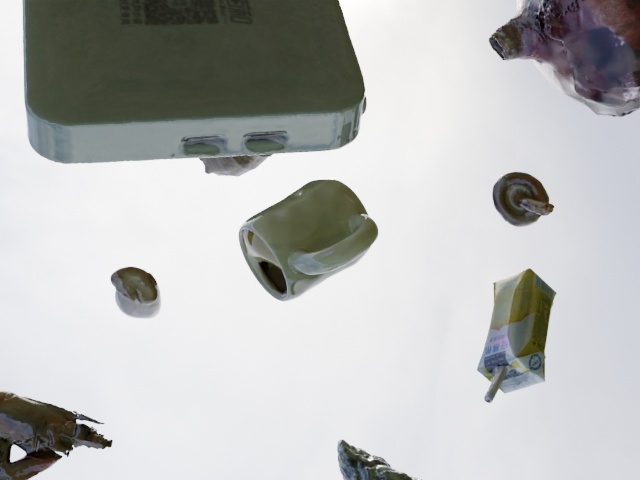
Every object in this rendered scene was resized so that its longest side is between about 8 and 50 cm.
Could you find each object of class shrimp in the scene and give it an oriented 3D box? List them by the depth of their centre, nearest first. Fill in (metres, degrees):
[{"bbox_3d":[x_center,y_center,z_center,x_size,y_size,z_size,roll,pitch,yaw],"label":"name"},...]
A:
[{"bbox_3d":[-0.439,0.303,1.447,0.063,0.287,0.152,45,-126,-65],"label":"shrimp"}]

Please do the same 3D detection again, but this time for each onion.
[{"bbox_3d":[0.309,-0.262,1.174,0.252,0.219,0.252,-22,-90,-87],"label":"onion"}]

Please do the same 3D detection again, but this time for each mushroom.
[{"bbox_3d":[0.338,-0.060,1.601,0.072,0.088,0.129,17,-170,-35],"label":"mushroom"},{"bbox_3d":[-0.359,0.103,1.946,0.088,0.212,0.097,-25,-98,-16],"label":"mushroom"}]

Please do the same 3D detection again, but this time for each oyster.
[{"bbox_3d":[0.135,0.503,1.825,0.162,0.158,0.351,-13,-136,-33],"label":"oyster"}]

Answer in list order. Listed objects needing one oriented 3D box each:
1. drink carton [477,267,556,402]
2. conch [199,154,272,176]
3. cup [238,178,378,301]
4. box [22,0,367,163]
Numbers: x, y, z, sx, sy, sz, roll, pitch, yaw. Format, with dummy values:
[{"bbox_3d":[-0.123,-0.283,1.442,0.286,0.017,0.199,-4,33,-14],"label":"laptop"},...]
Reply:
[{"bbox_3d":[0.247,0.135,1.251,0.074,0.084,0.200,41,-133,-26],"label":"drink carton"},{"bbox_3d":[-0.164,-0.310,2.217,0.210,0.352,0.297,-122,10,-49],"label":"conch"},{"bbox_3d":[-0.011,-0.016,1.754,0.202,0.255,0.173,-31,-95,-22],"label":"cup"},{"bbox_3d":[-0.154,-0.246,1.153,0.373,0.090,0.367,-3,-126,-13],"label":"box"}]
